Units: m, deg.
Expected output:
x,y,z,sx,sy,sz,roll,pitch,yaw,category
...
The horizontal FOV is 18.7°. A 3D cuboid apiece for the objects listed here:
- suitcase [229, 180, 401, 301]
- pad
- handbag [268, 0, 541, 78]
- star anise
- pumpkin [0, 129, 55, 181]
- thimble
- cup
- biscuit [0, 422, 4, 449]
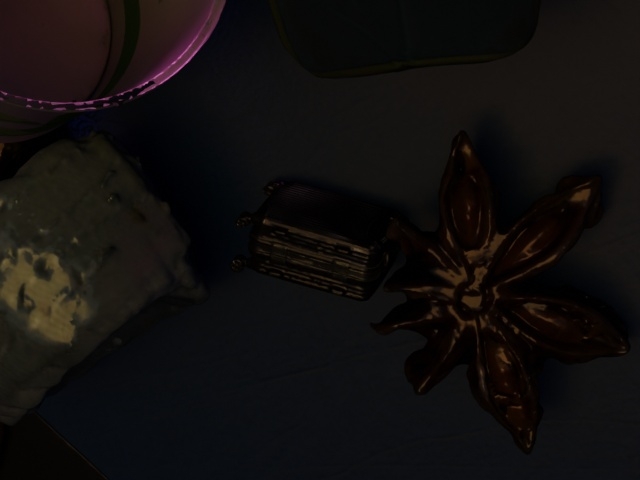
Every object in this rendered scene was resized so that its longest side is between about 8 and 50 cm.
x,y,z,sx,sy,sz,roll,pitch,yaw,category
0.000,0.000,1.578,0.126,0.086,0.059,16,122,14,suitcase
-0.262,0.225,1.757,0.190,0.004,0.127,43,111,5,pad
0.052,-0.268,1.379,0.222,0.241,0.263,-10,122,9,handbag
0.146,0.033,1.537,0.214,0.099,0.220,28,95,-9,star anise
-0.372,-0.151,1.629,0.317,0.139,0.222,44,106,0,pumpkin
-0.215,0.033,1.588,0.250,0.205,0.172,-37,90,27,thimble
-0.219,-0.190,1.417,0.253,0.274,0.253,3,81,-19,cup
-0.407,0.155,1.767,0.262,0.037,0.262,4,103,17,biscuit
